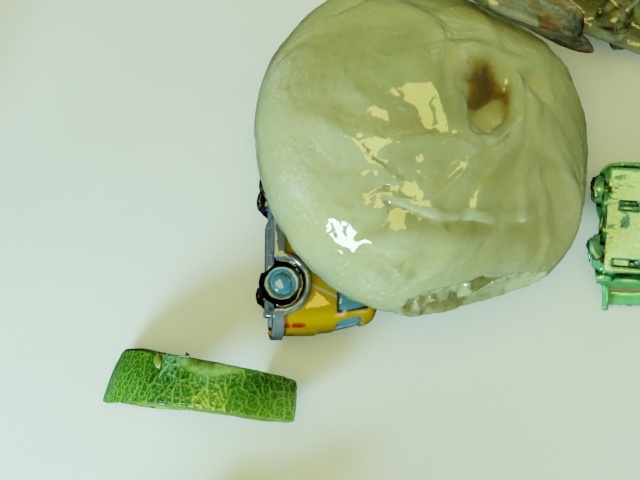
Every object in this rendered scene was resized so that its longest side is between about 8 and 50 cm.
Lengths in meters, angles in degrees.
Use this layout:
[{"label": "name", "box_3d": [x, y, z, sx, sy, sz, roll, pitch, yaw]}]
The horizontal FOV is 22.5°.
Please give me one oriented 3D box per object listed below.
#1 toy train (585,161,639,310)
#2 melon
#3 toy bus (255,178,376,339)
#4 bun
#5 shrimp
[{"label": "toy train", "box_3d": [0.330, -0.005, 1.699, 0.099, 0.081, 0.149, 1, 75, 7]}, {"label": "melon", "box_3d": [-0.127, 0.155, 1.698, 0.209, 0.118, 0.064, 9, 77, 1]}, {"label": "toy bus", "box_3d": [0.000, 0.000, 1.703, 0.136, 0.126, 0.209, 0, 81, -4]}, {"label": "bun", "box_3d": [0.124, -0.104, 1.605, 0.364, 0.202, 0.364, 9, 69, -25]}, {"label": "shrimp", "box_3d": [0.219, -0.268, 1.680, 0.360, 0.247, 0.085, 26, 118, -4]}]
